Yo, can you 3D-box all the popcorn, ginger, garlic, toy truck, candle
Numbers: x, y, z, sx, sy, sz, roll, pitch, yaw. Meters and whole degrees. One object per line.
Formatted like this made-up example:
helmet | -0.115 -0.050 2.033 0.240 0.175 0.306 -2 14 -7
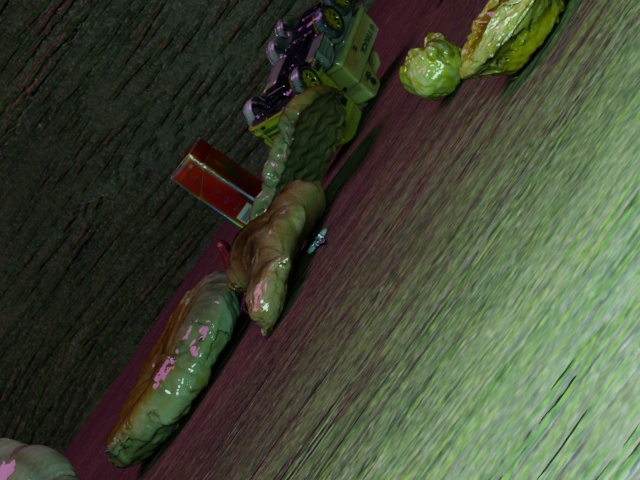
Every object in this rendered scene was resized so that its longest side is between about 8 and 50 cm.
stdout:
popcorn | 0.110 -0.167 1.733 0.068 0.059 0.083 -59 -1 -32
ginger | -0.055 0.016 2.002 0.148 0.081 0.334 -39 10 10
garlic | -0.344 0.343 2.105 0.218 0.218 0.212 -55 -23 11
toy truck | 0.006 -0.224 2.441 0.124 0.157 0.272 -30 29 39
candle | -0.102 0.044 2.147 0.167 0.021 0.026 -119 38 -57

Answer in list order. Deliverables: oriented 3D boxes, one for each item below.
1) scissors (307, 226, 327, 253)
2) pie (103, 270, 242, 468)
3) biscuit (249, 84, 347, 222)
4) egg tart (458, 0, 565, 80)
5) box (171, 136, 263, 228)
scissors | 0.000 0.000 1.948 0.036 0.006 0.083 -54 6 -4
pie | -0.183 0.164 2.206 0.306 0.071 0.306 -58 6 9
biscuit | -0.029 -0.088 2.200 0.187 0.036 0.273 -38 -28 -54
egg tart | 0.159 -0.177 1.429 0.130 0.052 0.130 -54 8 11
box | -0.116 -0.064 2.400 0.048 0.175 0.112 -53 5 15
